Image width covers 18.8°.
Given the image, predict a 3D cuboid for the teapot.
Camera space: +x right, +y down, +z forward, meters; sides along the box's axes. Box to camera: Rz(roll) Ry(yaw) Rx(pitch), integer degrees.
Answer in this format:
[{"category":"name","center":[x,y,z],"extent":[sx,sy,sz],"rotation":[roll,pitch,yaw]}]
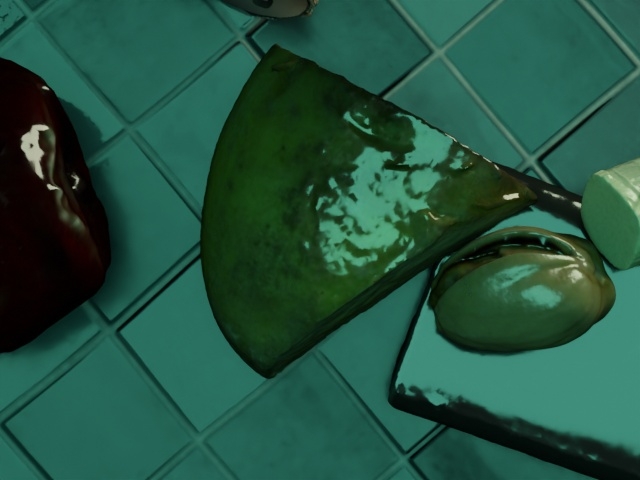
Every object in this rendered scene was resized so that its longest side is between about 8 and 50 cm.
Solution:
[{"category":"teapot","center":[0.312,-0.056,1.613],"extent":[0.200,0.077,0.107],"rotation":[-20,52,-23]}]

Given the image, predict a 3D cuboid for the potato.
[{"category":"potato","center":[0.000,0.000,1.596],"extent":[0.269,0.112,0.255],"rotation":[30,94,19]}]

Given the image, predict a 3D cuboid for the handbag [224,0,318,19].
[{"category":"handbag","center":[-0.087,-0.274,1.604],"extent":[0.205,0.179,0.116],"rotation":[16,79,-6]}]

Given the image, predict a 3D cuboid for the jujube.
[{"category":"jujube","center":[-0.357,-0.032,1.570],"extent":[0.377,0.258,0.258],"rotation":[4,87,-4]}]

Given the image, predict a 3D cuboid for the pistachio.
[{"category":"pistachio","center":[0.162,0.042,1.565],"extent":[0.149,0.113,0.113],"rotation":[-10,87,18]}]

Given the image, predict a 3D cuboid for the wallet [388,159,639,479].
[{"category":"wallet","center":[0.281,0.101,1.634],"extent":[0.406,0.062,0.228],"rotation":[20,88,3]}]
